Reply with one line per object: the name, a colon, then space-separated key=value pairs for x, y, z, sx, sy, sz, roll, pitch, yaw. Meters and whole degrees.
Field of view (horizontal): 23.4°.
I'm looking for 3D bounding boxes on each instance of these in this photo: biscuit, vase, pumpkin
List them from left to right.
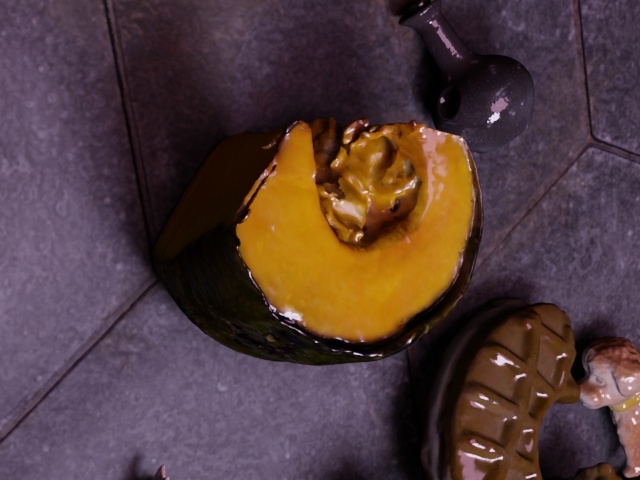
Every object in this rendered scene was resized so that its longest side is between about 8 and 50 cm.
pumpkin: x=0.000 y=0.000 z=1.576 sx=0.303 sy=0.225 sz=0.256 roll=6 pitch=89 yaw=-27
vase: x=0.155 y=-0.188 z=1.702 sx=0.120 sy=0.120 sz=0.183 roll=-38 pitch=101 yaw=-18
biscuit: x=0.238 y=0.266 z=1.789 sx=0.268 sy=0.115 sz=0.366 roll=-31 pitch=102 yaw=-38

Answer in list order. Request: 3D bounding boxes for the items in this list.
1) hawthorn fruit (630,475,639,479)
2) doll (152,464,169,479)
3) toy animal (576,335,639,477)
hawthorn fruit: x=0.423 y=0.417 z=1.977 sx=0.165 sy=0.165 sz=0.285 roll=16 pitch=109 yaw=-32
doll: x=-0.174 y=0.299 z=1.634 sx=0.084 sy=0.073 sz=0.127 roll=-5 pitch=107 yaw=3
toy animal: x=0.415 y=0.179 z=1.896 sx=0.184 sy=0.104 sz=0.185 roll=-25 pitch=109 yaw=24
